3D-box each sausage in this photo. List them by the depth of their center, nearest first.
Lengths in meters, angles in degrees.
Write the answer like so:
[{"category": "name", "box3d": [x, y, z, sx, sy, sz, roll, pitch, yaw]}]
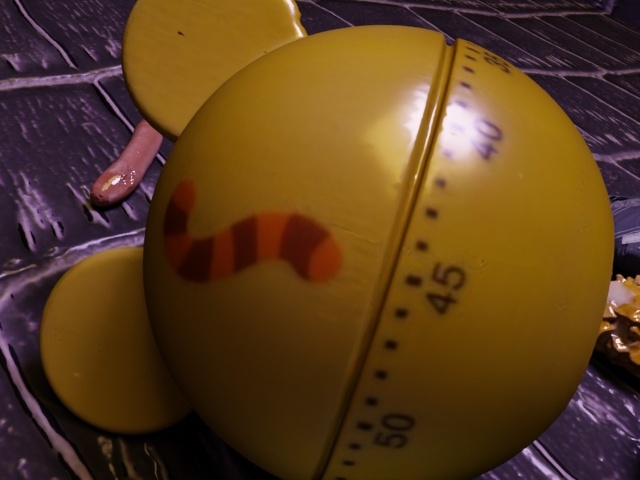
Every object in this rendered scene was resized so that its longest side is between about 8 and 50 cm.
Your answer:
[{"category": "sausage", "box3d": [-0.227, -0.098, 0.781, 0.043, 0.043, 0.186, 15, 35, -5]}]

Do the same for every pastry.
[{"category": "pastry", "box3d": [0.411, 0.111, 0.730, 0.250, 0.102, 0.154, 30, 42, 14]}]

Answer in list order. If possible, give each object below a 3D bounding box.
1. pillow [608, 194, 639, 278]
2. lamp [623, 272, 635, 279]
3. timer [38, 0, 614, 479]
[{"category": "pillow", "box3d": [0.492, 0.033, 0.815, 0.335, 0.092, 0.161, 27, 29, 21]}, {"category": "lamp", "box3d": [0.592, 0.087, 0.898, 0.269, 0.047, 0.266, -6, 42, -31]}, {"category": "timer", "box3d": [0.000, 0.000, 0.495, 0.387, 0.376, 0.376, 16, 34, 5]}]
